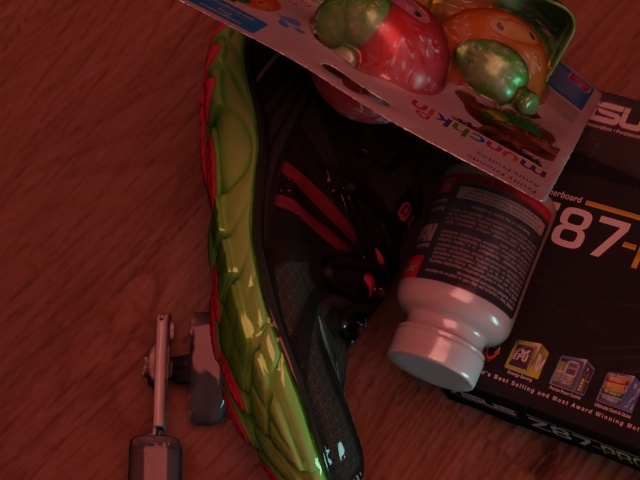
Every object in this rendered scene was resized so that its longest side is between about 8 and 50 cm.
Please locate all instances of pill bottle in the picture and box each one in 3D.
[{"bbox_3d":[0.127,0.033,1.315,0.108,0.108,0.180,22,73,4],"label":"pill bottle"}]

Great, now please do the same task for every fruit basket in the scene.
[{"bbox_3d":[0.081,-0.174,1.270,0.327,0.353,0.165,30,111,7],"label":"fruit basket"}]

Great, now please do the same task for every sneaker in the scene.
[{"bbox_3d":[0.000,0.000,1.350,0.202,0.185,0.483,-2,66,-8],"label":"sneaker"}]

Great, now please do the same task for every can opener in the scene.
[{"bbox_3d":[-0.125,0.202,1.363,0.095,0.076,0.283,0,76,-2],"label":"can opener"}]

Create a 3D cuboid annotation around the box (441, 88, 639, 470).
[{"bbox_3d":[0.338,0.055,1.342,0.395,0.097,0.318,20,72,28],"label":"box"}]
